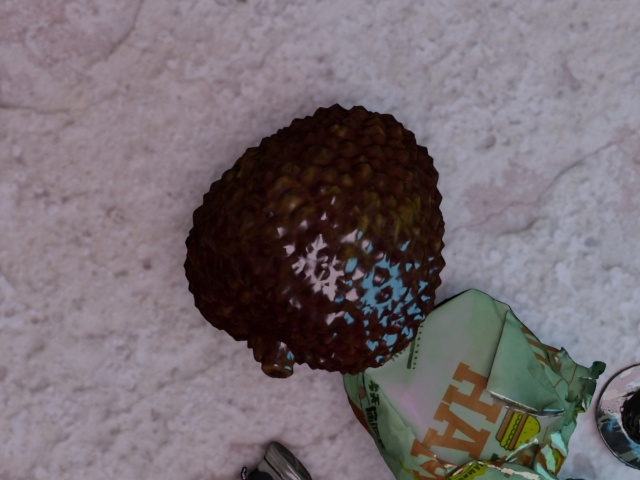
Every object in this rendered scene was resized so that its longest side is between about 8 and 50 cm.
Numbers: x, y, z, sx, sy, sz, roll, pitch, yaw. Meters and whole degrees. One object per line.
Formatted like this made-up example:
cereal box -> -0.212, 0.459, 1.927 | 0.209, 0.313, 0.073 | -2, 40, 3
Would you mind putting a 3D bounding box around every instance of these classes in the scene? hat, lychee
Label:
hat -> 0.336, 0.176, 1.881 | 0.121, 0.050, 0.121 | -1, 96, -10
lychee -> 0.000, 0.000, 1.728 | 0.236, 0.236, 0.271 | 26, 61, -10

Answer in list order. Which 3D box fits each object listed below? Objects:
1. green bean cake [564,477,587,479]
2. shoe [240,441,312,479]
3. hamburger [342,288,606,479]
green bean cake -> 0.187, 0.400, 1.836 | 0.285, 0.202, 0.310 | -12, 102, -19
shoe -> -0.030, 0.285, 1.848 | 0.099, 0.071, 0.169 | -34, 97, 2
hamburger -> 0.157, 0.161, 1.788 | 0.235, 0.125, 0.214 | -24, 60, -26
